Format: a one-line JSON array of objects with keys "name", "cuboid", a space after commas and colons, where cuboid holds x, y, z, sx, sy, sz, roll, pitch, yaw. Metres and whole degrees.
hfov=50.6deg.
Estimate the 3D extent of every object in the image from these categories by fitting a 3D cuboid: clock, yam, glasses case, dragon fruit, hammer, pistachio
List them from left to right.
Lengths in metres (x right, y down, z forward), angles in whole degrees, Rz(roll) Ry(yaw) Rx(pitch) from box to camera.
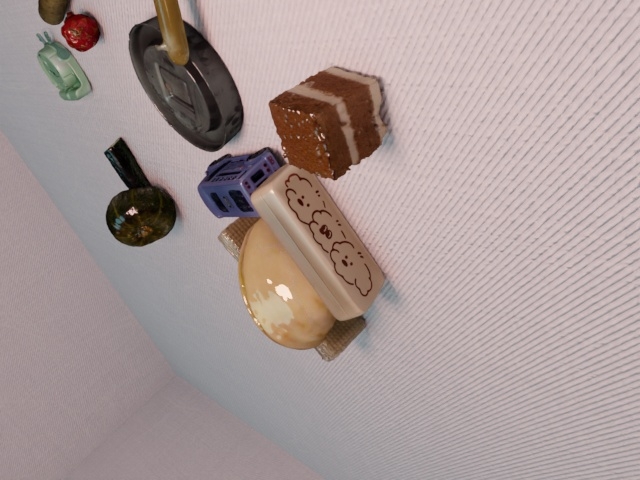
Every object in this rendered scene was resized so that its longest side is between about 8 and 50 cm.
[{"name": "yam", "cuboid": [-0.636, -0.622, 1.629, 0.083, 0.083, 0.371, 51, 155, -7]}, {"name": "clock", "cuboid": [-0.780, -0.520, 2.018, 0.159, 0.066, 0.211, 11, 136, 51]}, {"name": "dragon fruit", "cuboid": [-0.611, -0.538, 1.723, 0.190, 0.094, 0.094, 51, 167, 53]}, {"name": "hammer", "cuboid": [-0.290, -0.461, 1.240, 0.202, 0.113, 0.305, 36, 146, 32]}, {"name": "clock", "cuboid": [-0.299, -0.346, 1.500, 0.319, 0.066, 0.319, 37, 154, 22]}, {"name": "pistachio", "cuboid": [-0.063, 0.089, 1.534, 0.229, 0.238, 0.321, -25, 78, 62]}, {"name": "glasses case", "cuboid": [0.000, 0.000, 1.415, 0.076, 0.144, 0.336, -24, 108, 39]}]

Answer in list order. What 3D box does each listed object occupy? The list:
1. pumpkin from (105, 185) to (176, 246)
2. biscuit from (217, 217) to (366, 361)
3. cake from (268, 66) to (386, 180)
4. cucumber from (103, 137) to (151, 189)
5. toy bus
[{"name": "pumpkin", "cuboid": [-0.569, -0.079, 2.146, 0.224, 0.223, 0.157, 97, 159, -58]}, {"name": "biscuit", "cuboid": [-0.071, 0.107, 1.698, 0.426, 0.144, 0.078, 47, 154, 1]}, {"name": "cake", "cuboid": [0.017, -0.197, 1.112, 0.134, 0.147, 0.135, 24, 146, 38]}, {"name": "cucumber", "cuboid": [-0.610, -0.214, 2.177, 0.074, 0.074, 0.241, 17, 142, 48]}, {"name": "toy bus", "cuboid": [-0.186, -0.122, 1.559, 0.292, 0.133, 0.125, 3, 130, 56]}]
